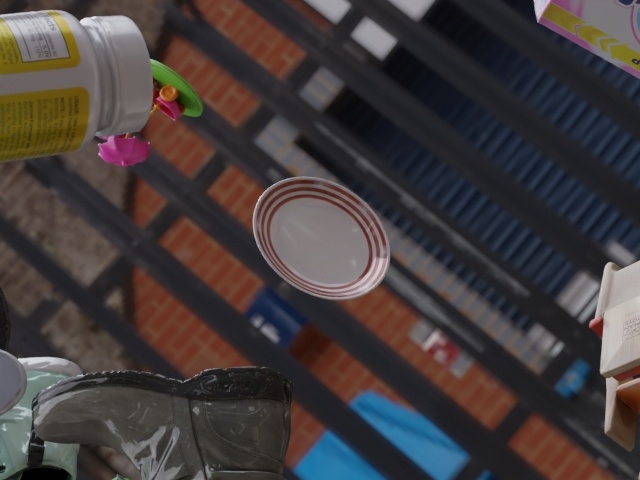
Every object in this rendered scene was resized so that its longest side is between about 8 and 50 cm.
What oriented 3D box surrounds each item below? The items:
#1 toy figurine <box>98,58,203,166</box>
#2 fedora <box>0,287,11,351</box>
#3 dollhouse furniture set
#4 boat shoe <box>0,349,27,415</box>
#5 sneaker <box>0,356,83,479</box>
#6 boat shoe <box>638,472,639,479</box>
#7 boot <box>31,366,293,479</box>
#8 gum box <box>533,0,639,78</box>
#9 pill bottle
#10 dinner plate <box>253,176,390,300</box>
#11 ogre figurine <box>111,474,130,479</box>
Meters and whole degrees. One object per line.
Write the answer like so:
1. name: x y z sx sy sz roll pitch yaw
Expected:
1. toy figurine: -0.298 -0.193 2.447 0.159 0.173 0.130 -53 -23 -19
2. fedora: -0.526 0.124 2.138 0.334 0.152 0.334 3 -94 -51
3. dollhouse furniture set: 0.371 0.125 1.473 0.262 0.259 0.135 -30 35 39
4. boat shoe: -0.369 0.155 1.439 0.228 0.080 0.076 -21 -13 7
5. sneaker: -0.354 0.193 1.499 0.255 0.151 0.094 -6 -43 -4
6. boat shoe: 0.461 0.263 1.994 0.285 0.089 0.104 -64 13 8
7. boot: -0.137 0.195 1.310 0.083 0.246 0.161 56 -148 -60
8. gum box: 0.281 -0.184 1.257 0.107 0.188 0.062 -59 8 24
9. pill bottle: -0.249 -0.123 1.267 0.208 0.119 0.119 -10 -34 -29
10. dinner plate: 0.000 0.000 1.499 0.141 0.141 0.017 -40 -12 -40
11. ogre figurine: -0.248 0.349 1.697 0.197 0.118 0.097 -28 -38 -48
